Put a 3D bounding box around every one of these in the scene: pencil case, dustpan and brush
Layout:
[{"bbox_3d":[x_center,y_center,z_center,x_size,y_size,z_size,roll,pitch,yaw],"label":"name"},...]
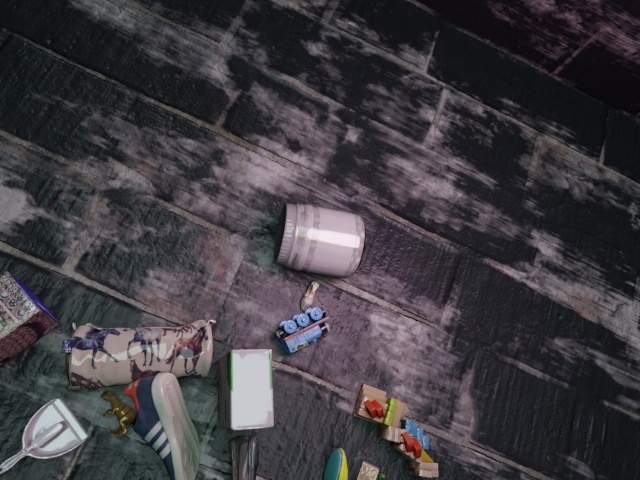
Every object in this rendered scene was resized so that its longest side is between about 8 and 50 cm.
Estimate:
[{"bbox_3d":[-0.509,0.318,1.477,0.410,0.160,0.184,-1,89,-15],"label":"pencil case"},{"bbox_3d":[-0.764,0.547,1.385,0.211,0.060,0.147,-38,85,-23],"label":"dustpan and brush"}]

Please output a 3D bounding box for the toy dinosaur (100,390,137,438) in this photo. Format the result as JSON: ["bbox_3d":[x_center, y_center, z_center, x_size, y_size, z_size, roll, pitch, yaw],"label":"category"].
[{"bbox_3d":[-0.544,0.506,1.459,0.211,0.064,0.112,34,66,-3],"label":"toy dinosaur"}]

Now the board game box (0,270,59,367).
[{"bbox_3d":[-0.885,0.247,1.359,0.291,0.232,0.141,-41,86,-22],"label":"board game box"}]

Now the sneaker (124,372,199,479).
[{"bbox_3d":[-0.445,0.533,1.429,0.148,0.131,0.350,-9,100,11],"label":"sneaker"}]

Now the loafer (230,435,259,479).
[{"bbox_3d":[-0.228,0.705,1.477,0.084,0.096,0.268,0,64,5],"label":"loafer"}]

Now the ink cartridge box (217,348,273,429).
[{"bbox_3d":[-0.219,0.425,1.459,0.117,0.278,0.201,2,72,-18],"label":"ink cartridge box"}]

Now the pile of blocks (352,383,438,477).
[{"bbox_3d":[0.263,0.598,1.623,0.362,0.112,0.149,45,67,2],"label":"pile of blocks"}]

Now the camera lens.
[{"bbox_3d":[0.000,0.000,1.688,0.274,0.219,0.219,11,70,-12],"label":"camera lens"}]

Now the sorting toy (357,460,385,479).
[{"bbox_3d":[0.160,0.736,1.603,0.083,0.012,0.062,26,63,-2],"label":"sorting toy"}]

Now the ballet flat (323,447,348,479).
[{"bbox_3d":[0.042,0.747,1.543,0.077,0.077,0.231,29,68,-27],"label":"ballet flat"}]

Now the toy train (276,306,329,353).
[{"bbox_3d":[-0.052,0.287,1.661,0.184,0.080,0.105,-23,89,-23],"label":"toy train"}]

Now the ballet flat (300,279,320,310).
[{"bbox_3d":[-0.033,0.180,1.718,0.041,0.041,0.114,28,68,-5],"label":"ballet flat"}]
